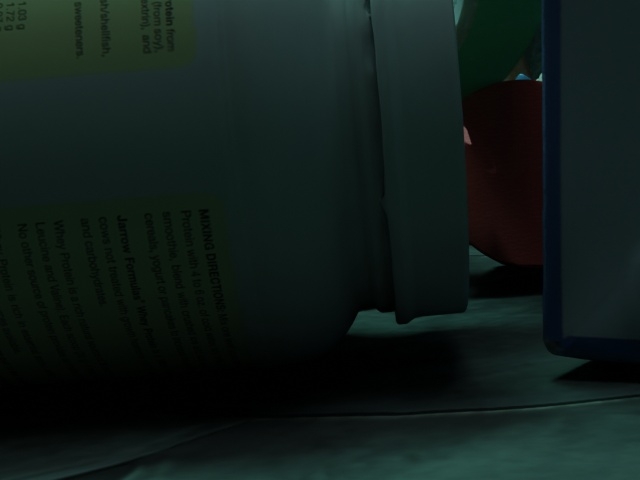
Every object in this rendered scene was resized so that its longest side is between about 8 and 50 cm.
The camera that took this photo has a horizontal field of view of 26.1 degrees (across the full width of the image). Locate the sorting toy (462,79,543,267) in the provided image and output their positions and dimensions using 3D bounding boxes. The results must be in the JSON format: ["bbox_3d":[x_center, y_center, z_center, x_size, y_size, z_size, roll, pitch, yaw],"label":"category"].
[{"bbox_3d":[0.000,0.000,0.838,0.365,0.127,0.126,-8,-23,-3],"label":"sorting toy"}]

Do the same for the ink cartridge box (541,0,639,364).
[{"bbox_3d":[0.252,-0.106,0.650,0.151,0.270,0.395,6,11,35],"label":"ink cartridge box"}]

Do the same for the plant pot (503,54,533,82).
[{"bbox_3d":[0.123,-0.149,1.365,0.215,0.231,0.215,-5,6,1],"label":"plant pot"}]

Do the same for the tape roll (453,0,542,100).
[{"bbox_3d":[-0.036,-0.151,0.770,0.321,0.077,0.321,-6,-33,-4],"label":"tape roll"}]

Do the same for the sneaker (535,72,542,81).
[{"bbox_3d":[0.233,-0.117,1.188,0.136,0.116,0.314,-12,-31,13],"label":"sneaker"}]

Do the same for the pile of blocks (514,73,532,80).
[{"bbox_3d":[0.239,-0.085,1.055,0.362,0.149,0.112,-4,4,10],"label":"pile of blocks"}]

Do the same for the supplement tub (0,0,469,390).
[{"bbox_3d":[-0.104,-0.053,0.616,0.324,0.236,0.235,-5,6,3],"label":"supplement tub"}]
